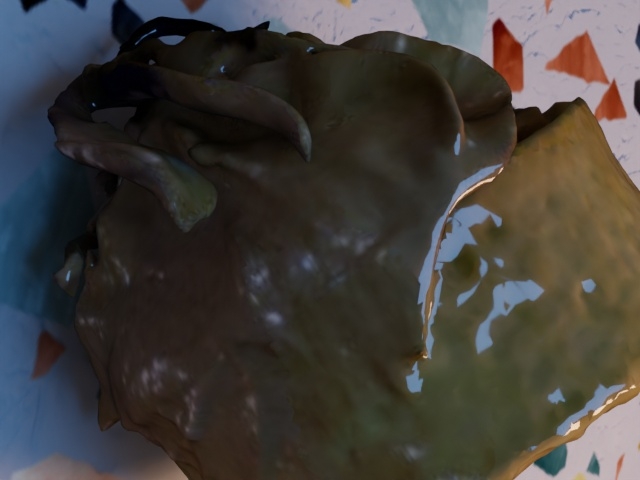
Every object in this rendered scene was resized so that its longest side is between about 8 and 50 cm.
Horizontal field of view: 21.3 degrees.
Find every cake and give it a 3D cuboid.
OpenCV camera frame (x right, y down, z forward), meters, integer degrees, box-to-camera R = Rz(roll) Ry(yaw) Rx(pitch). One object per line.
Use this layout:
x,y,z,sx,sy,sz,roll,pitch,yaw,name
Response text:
0.007,-0.005,0.962,0.332,0.332,0.321,-37,91,-41,cake
